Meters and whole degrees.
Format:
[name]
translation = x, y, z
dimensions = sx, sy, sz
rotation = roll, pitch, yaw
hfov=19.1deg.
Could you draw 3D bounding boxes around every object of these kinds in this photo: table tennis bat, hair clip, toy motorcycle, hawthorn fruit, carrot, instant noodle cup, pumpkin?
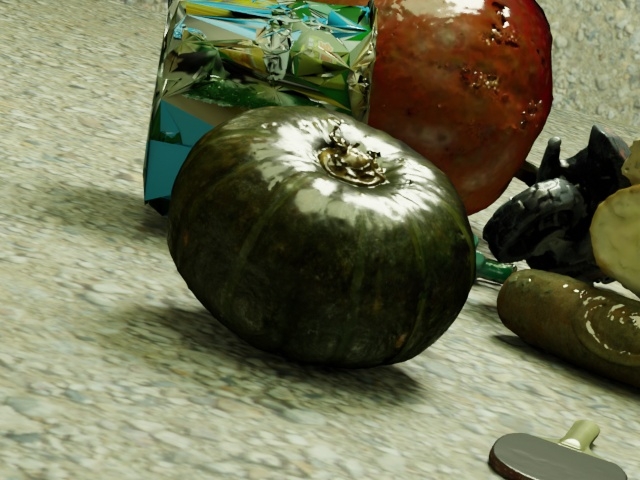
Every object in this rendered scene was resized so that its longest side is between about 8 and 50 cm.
[table tennis bat]
translation = 0.159, 0.139, 1.224
dimensions = 0.087, 0.013, 0.156
rotation = 16, 12, 16
[hair clip]
translation = 0.095, 0.004, 1.725
dimensions = 0.173, 0.049, 0.049
rotation = 15, 11, -1
[toy motorcycle]
translation = 0.256, -0.027, 1.709
dimensions = 0.108, 0.173, 0.307
rotation = 56, 17, 21
[hawthorn fruit]
translation = 0.093, -0.165, 1.913
dimensions = 0.316, 0.316, 0.316
rotation = 13, 11, -3
[carrot]
translation = 0.277, 0.097, 1.446
dimensions = 0.342, 0.070, 0.070
rotation = 24, 15, 35
[instant noodle cup]
translation = -0.058, -0.113, 1.665
dimensions = 0.178, 0.240, 0.240
rotation = 9, 12, -5
[pumpkin]
translation = 0.000, 0.000, 1.344
dimensions = 0.224, 0.157, 0.223
rotation = 13, 30, -7

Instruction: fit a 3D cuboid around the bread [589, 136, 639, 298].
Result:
[bread]
translation = 0.395, 0.019, 1.592
dimensions = 0.237, 0.165, 0.375
rotation = 25, 6, 28
